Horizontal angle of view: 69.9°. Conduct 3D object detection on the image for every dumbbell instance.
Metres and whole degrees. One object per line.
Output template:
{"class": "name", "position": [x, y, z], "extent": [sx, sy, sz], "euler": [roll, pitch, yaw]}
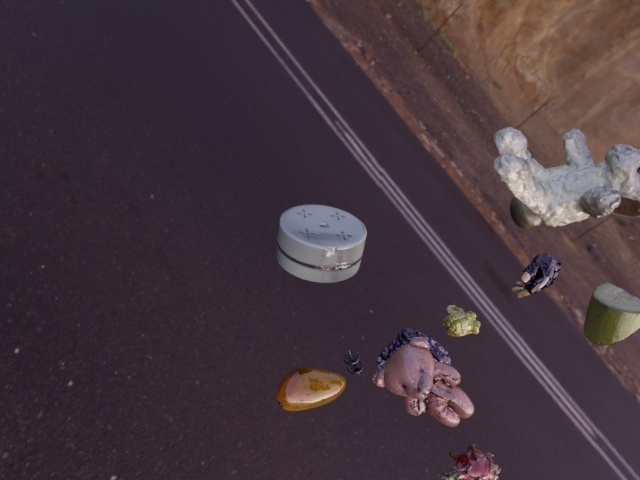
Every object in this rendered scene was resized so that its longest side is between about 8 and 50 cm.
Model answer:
{"class": "dumbbell", "position": [0.134, 0.490, 1.843], "extent": [0.069, 0.070, 0.147], "euler": [-75, 150, -54]}

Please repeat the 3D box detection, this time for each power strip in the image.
{"class": "power strip", "position": [0.000, 0.000, 1.752], "extent": [0.358, 0.161, 0.357], "euler": [7, 30, -4]}

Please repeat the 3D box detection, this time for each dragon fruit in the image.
{"class": "dragon fruit", "position": [0.521, 0.812, 1.626], "extent": [0.137, 0.236, 0.135], "euler": [-166, -108, -82]}

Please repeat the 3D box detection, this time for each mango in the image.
{"class": "mango", "position": [-0.031, 0.498, 1.565], "extent": [0.254, 0.113, 0.138], "euler": [-5, 67, -21]}

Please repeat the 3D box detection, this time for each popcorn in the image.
{"class": "popcorn", "position": [0.602, 0.360, 1.985], "extent": [0.162, 0.141, 0.135], "euler": [37, 60, 13]}

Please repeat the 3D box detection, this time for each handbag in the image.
{"class": "handbag", "position": [0.319, 0.405, 1.541], "extent": [0.229, 0.207, 0.127], "euler": [40, 34, 0]}

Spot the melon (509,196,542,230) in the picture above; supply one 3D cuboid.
{"class": "melon", "position": [0.683, -0.096, 1.523], "extent": [0.098, 0.098, 0.130], "euler": [1, 65, -50]}

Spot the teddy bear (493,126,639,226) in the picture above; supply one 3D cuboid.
{"class": "teddy bear", "position": [0.692, -0.193, 1.140], "extent": [0.375, 0.362, 0.327], "euler": [42, 42, -21]}

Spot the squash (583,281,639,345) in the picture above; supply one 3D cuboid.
{"class": "squash", "position": [1.129, 0.295, 1.791], "extent": [0.204, 0.154, 0.237], "euler": [-10, 22, -10]}

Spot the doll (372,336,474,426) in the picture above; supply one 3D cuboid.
{"class": "doll", "position": [0.315, 0.433, 1.310], "extent": [0.303, 0.201, 0.156], "euler": [42, 9, -3]}

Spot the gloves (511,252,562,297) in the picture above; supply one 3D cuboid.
{"class": "gloves", "position": [0.831, 0.145, 1.766], "extent": [0.164, 0.203, 0.124], "euler": [32, -1, -42]}
